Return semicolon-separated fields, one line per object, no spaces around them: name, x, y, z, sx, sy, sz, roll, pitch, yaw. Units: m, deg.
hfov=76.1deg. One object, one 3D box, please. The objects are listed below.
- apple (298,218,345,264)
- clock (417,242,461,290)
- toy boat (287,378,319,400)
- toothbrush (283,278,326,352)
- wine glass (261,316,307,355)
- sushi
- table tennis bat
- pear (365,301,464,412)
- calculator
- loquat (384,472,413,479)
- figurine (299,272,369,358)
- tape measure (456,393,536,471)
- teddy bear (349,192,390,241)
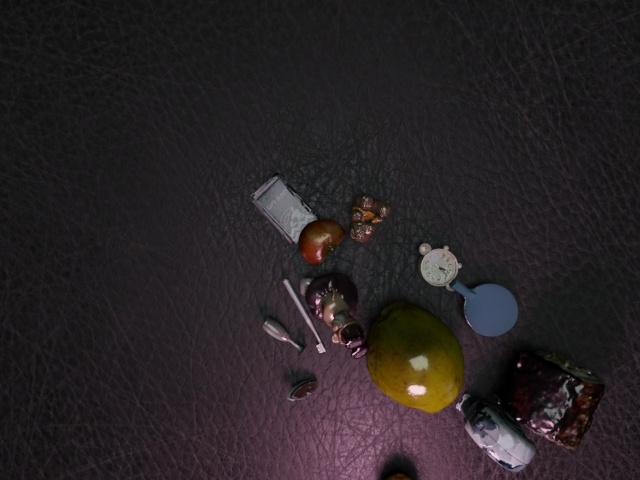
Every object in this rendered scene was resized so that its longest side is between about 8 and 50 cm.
apple;0.000;0.000;1.594;0.160;0.173;0.195;36;98;-17
clock;0.474;0.105;1.654;0.156;0.063;0.229;-38;94;-1
toy boat;-0.075;0.614;1.673;0.140;0.066;0.059;-19;79;-27
toothbrush;-0.065;0.309;1.685;0.030;0.025;0.342;-27;91;4
wine glass;-0.150;0.389;1.668;0.198;0.066;0.066;37;92;0
sushi;0.866;0.583;1.541;0.300;0.281;0.294;22;95;-20
table tennis bat;0.653;0.256;1.642;0.329;0.044;0.215;34;93;-11
pear;0.351;0.436;1.537;0.352;0.352;0.413;-37;81;1
calculator;-0.145;-0.131;1.677;0.166;0.028;0.274;-42;88;5
loquat;0.320;1.042;1.611;0.176;0.187;0.234;-4;100;-11
figurine;0.056;0.286;1.538;0.206;0.364;0.218;-31;126;17
tape measure;0.677;0.733;1.564;0.275;0.256;0.147;38;96;5
teddy bear;0.174;-0.086;1.624;0.140;0.177;0.190;13;91;46
